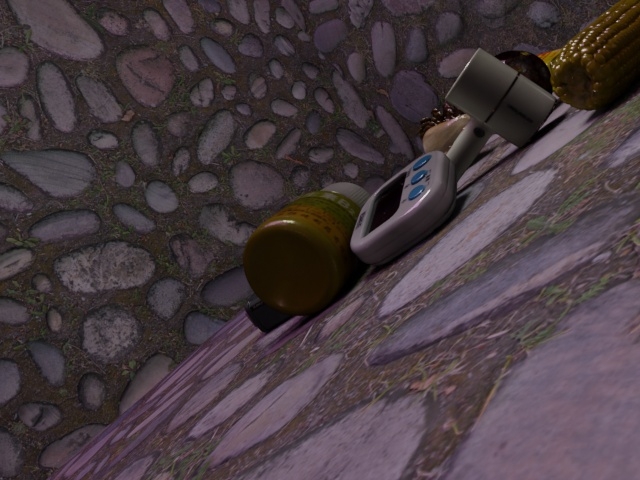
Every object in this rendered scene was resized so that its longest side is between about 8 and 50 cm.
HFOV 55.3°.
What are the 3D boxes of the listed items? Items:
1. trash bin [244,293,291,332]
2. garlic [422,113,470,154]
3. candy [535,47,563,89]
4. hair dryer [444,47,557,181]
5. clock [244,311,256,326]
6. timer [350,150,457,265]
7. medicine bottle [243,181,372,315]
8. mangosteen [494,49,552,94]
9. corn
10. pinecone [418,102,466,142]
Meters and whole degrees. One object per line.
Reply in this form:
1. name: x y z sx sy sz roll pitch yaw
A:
1. trash bin: -0.089 0.144 1.614 0.236 0.101 0.177 -32 5 45
2. garlic: 0.371 -0.279 1.685 0.164 0.145 0.245 -44 -5 -8
3. candy: 0.616 -0.505 1.898 0.276 0.088 0.146 -3 28 45
4. hair dryer: 0.319 -0.209 1.333 0.362 0.203 0.128 -57 -2 26
5. clock: -0.140 0.186 1.908 0.150 0.063 0.197 -42 3 -31
6. timer: 0.175 -0.066 1.256 0.237 0.087 0.262 -39 16 31
7. medicine bottle: 0.000 0.000 1.420 0.224 0.224 0.384 -38 2 29
8. mangosteen: 0.489 -0.370 1.526 0.192 0.192 0.217 -38 -18 29
9. corn: 0.529 -0.345 1.070 0.344 0.131 0.131 -39 2 -28
10. pinecone: 0.440 -0.361 1.998 0.213 0.185 0.168 -20 26 -6
